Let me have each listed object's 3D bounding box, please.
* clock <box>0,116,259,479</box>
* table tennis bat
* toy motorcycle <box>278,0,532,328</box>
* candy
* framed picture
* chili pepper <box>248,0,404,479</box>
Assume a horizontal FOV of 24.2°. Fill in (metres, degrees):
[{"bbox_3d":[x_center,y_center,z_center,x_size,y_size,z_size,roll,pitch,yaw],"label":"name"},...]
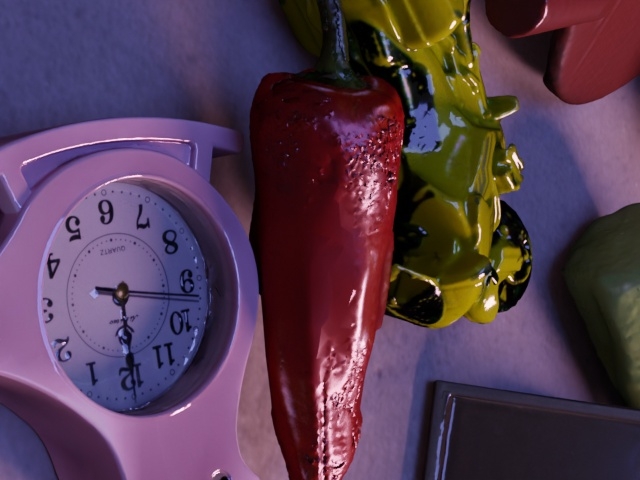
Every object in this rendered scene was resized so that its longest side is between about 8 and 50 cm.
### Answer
[{"bbox_3d":[-0.165,0.065,0.934,0.290,0.080,0.275,-8,93,-42],"label":"clock"},{"bbox_3d":[0.262,-0.216,1.244,0.414,0.051,0.268,-20,147,-51],"label":"table tennis bat"},{"bbox_3d":[0.070,-0.073,1.126,0.206,0.142,0.342,-47,124,-54],"label":"toy motorcycle"},{"bbox_3d":[0.340,0.132,1.372,0.142,0.132,0.343,-36,112,-11],"label":"candy"},{"bbox_3d":[0.185,0.281,1.191,0.232,0.024,0.315,9,78,-1],"label":"framed picture"},{"bbox_3d":[0.000,0.000,1.023,0.110,0.110,0.387,-13,112,-43],"label":"chili pepper"}]
